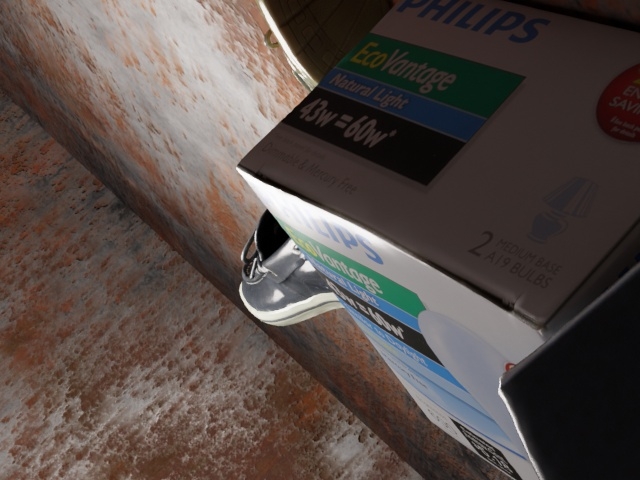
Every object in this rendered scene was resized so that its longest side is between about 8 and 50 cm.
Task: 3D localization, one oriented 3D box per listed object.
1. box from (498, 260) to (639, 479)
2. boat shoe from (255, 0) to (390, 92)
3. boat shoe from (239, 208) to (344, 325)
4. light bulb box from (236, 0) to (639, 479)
[{"bbox_3d":[0.310,0.197,0.590,0.294,0.212,0.395,28,-153,-37],"label":"box"},{"bbox_3d":[0.024,-0.159,1.108,0.285,0.104,0.089,50,164,-26],"label":"boat shoe"},{"bbox_3d":[0.000,0.000,1.546,0.156,0.187,0.500,52,162,-8],"label":"boat shoe"},{"bbox_3d":[0.185,0.033,0.939,0.358,0.225,0.361,29,161,51],"label":"light bulb box"}]
